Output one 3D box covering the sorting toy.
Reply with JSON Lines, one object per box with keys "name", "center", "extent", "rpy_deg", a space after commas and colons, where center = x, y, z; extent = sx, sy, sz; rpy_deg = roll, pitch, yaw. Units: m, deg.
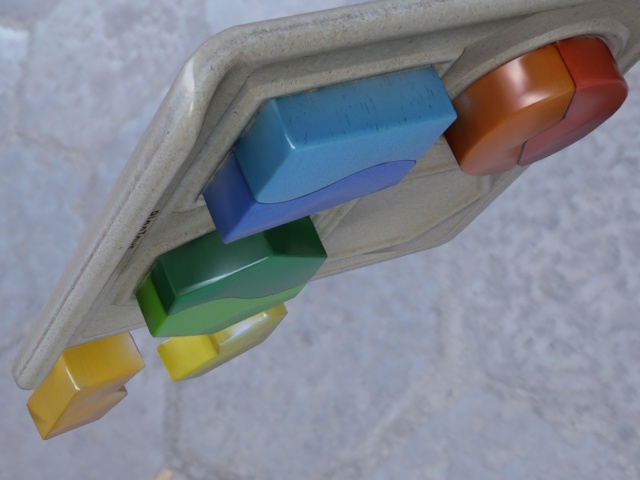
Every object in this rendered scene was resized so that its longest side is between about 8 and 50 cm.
{"name": "sorting toy", "center": [0.000, 0.000, 0.567], "extent": [0.041, 0.229, 0.307], "rpy_deg": [62, 148, 14]}
